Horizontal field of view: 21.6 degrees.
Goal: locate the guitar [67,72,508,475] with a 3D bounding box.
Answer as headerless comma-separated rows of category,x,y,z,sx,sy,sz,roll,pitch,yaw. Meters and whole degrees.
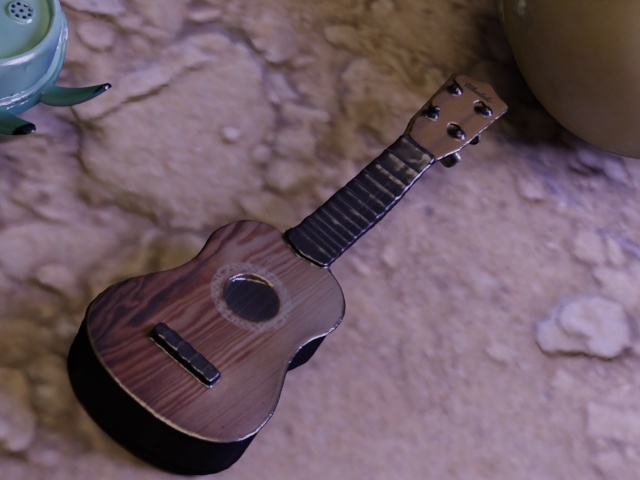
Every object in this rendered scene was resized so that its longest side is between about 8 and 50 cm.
guitar,0.000,0.001,0.732,0.084,0.038,0.271,41,49,8

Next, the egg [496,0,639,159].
egg,0.172,-0.128,0.850,0.164,0.164,0.201,17,42,-14

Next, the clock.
clock,-0.155,-0.093,0.729,0.135,0.041,0.101,45,47,12
